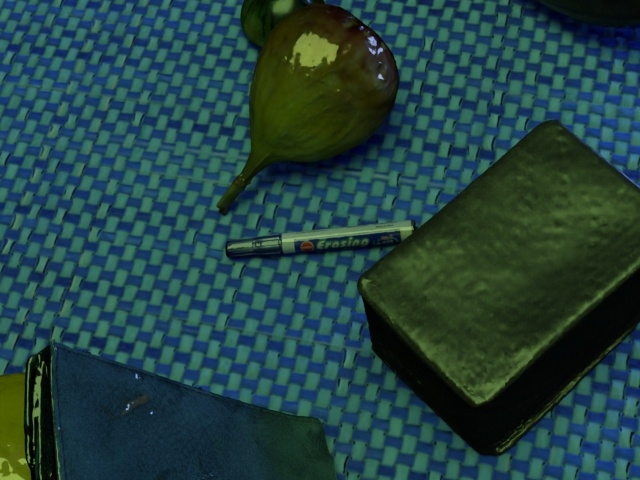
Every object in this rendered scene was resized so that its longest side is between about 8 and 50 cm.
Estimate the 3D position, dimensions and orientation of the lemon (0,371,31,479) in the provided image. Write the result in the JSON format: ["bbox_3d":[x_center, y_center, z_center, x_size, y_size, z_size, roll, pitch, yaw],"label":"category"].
[{"bbox_3d":[-0.256,0.251,1.083,0.293,0.293,0.293,-3,60,6],"label":"lemon"}]

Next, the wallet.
[{"bbox_3d":[-0.095,0.209,1.043,0.046,0.379,0.190,-27,60,27],"label":"wallet"}]

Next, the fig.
[{"bbox_3d":[-0.033,-0.132,1.359,0.159,0.159,0.257,39,93,25],"label":"fig"}]

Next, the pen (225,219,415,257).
[{"bbox_3d":[0.000,0.000,1.329,0.204,0.025,0.025,-6,60,5],"label":"pen"}]

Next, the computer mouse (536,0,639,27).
[{"bbox_3d":[0.301,-0.371,1.445,0.203,0.114,0.374,-36,63,-15],"label":"computer mouse"}]

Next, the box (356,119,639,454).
[{"bbox_3d":[0.195,0.045,1.209,0.273,0.143,0.184,-40,63,-13],"label":"box"}]

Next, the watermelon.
[{"bbox_3d":[-0.045,-0.274,1.468,0.105,0.062,0.105,-3,56,4],"label":"watermelon"}]
